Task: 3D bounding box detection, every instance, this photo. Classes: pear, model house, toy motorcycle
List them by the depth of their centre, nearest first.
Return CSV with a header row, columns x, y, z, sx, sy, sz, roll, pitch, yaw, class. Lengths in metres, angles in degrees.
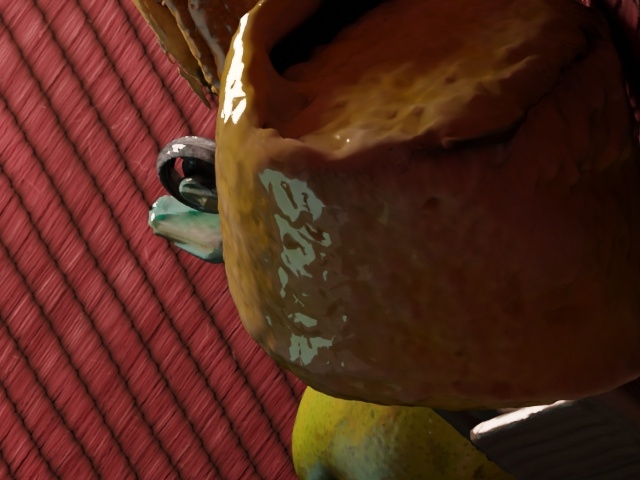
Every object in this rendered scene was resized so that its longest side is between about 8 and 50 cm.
x,y,z,sx,sy,sz,roll,pitch,yaw,class
0.134,0.075,0.972,0.229,0.122,0.188,45,176,-38,model house
0.082,0.103,1.215,0.187,0.219,0.187,57,177,4,pear
-0.002,-0.001,1.573,0.296,0.109,0.198,21,145,2,toy motorcycle

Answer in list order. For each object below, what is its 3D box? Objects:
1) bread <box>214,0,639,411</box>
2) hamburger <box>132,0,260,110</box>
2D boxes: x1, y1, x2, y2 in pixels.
x,y,z,sx,sy,sz,roll,pitch,yaw,class
0.052,-0.024,0.765,0.197,0.197,0.170,-120,16,-46,bread
-0.054,-0.205,1.281,0.155,0.245,0.282,-103,29,-77,hamburger
